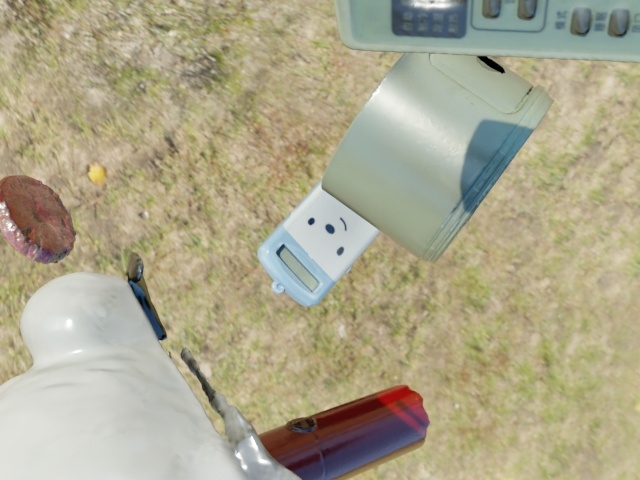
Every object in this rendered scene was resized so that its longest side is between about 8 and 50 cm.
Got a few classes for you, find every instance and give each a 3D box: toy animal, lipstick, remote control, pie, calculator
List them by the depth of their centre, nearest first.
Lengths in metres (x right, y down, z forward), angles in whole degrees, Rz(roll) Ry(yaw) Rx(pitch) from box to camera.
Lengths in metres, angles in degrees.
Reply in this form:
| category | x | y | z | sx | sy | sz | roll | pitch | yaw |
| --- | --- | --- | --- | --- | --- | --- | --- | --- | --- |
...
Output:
| category | x | y | z | sx | sy | sz | roll | pitch | yaw |
| --- | --- | --- | --- | --- | --- | --- | --- | --- | --- |
| toy animal | -0.185 | 0.195 | 0.439 | 0.357 | 0.257 | 0.194 | -28 | 160 | -18 |
| remote control | 0.146 | -0.149 | 0.471 | 0.286 | 0.038 | 0.123 | 8 | 136 | 11 |
| lipstick | -0.021 | 0.198 | 0.815 | 0.280 | 0.073 | 0.073 | -12 | 117 | -38 |
| calculator | 0.000 | 0.000 | 1.298 | 0.121 | 0.039 | 0.210 | 47 | 67 | -11 |
| pie | -0.424 | -0.033 | 1.333 | 0.036 | 0.154 | 0.154 | -34 | 125 | 20 |

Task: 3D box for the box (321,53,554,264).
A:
| category | x | y | z | sx | sy | sz | roll | pitch | yaw |
| --- | --- | --- | --- | --- | --- | --- | --- | --- | --- |
| box | 0.126 | -0.104 | 0.980 | 0.149 | 0.226 | 0.226 | 36 | 94 | 6 |
